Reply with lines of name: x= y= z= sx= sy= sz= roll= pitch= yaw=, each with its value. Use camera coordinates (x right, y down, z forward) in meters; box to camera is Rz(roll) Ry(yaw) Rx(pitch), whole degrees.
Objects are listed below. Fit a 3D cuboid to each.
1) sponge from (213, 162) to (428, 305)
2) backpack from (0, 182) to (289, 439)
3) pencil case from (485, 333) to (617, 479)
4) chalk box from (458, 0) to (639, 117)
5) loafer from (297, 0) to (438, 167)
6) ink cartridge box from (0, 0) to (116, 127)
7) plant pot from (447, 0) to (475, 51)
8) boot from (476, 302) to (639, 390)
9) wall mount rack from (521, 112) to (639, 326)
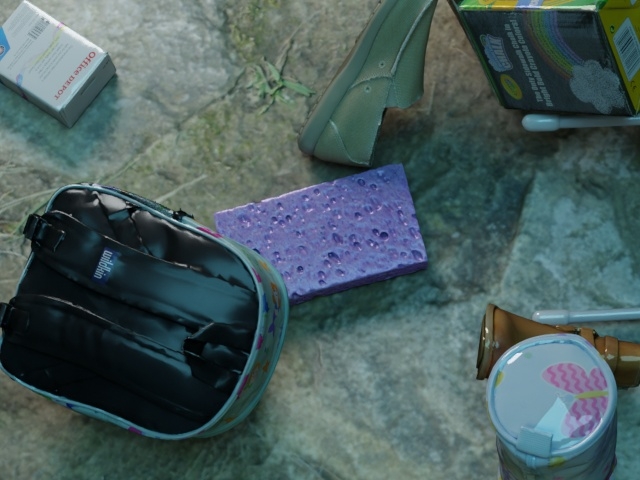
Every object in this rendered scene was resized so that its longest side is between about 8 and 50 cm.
sponge: x=0.000 y=0.000 z=1.676 sx=0.210 sy=0.031 sz=0.117 roll=-15 pitch=69 yaw=-1
backpack: x=-0.161 y=0.080 z=1.569 sx=0.253 sy=0.191 sz=0.225 roll=20 pitch=89 yaw=20
pencil case: x=0.212 y=0.184 z=1.466 sx=0.113 sy=0.273 sz=0.124 roll=30 pitch=72 yaw=21
chalk box: x=0.235 y=-0.216 z=1.575 sx=0.213 sy=0.132 sz=0.132 roll=10 pitch=49 yaw=44
loafer: x=0.076 y=-0.189 z=1.674 sx=0.092 sy=0.102 sz=0.268 roll=32 pitch=111 yaw=-3
ink cartridge box: x=-0.301 y=-0.195 z=1.762 sx=0.122 sy=0.052 sz=0.088 roll=33 pitch=76 yaw=17
plant pot: x=0.190 y=-0.260 z=1.719 sx=0.109 sy=0.096 sz=0.109 roll=-24 pitch=69 yaw=-4
boot: x=0.233 y=0.108 z=1.528 sx=0.152 sy=0.197 sz=0.073 roll=9 pitch=92 yaw=17
wall mount rack: x=0.360 y=-0.021 z=1.555 sx=0.304 sy=0.130 sz=0.350 roll=3 pitch=99 yaw=43
